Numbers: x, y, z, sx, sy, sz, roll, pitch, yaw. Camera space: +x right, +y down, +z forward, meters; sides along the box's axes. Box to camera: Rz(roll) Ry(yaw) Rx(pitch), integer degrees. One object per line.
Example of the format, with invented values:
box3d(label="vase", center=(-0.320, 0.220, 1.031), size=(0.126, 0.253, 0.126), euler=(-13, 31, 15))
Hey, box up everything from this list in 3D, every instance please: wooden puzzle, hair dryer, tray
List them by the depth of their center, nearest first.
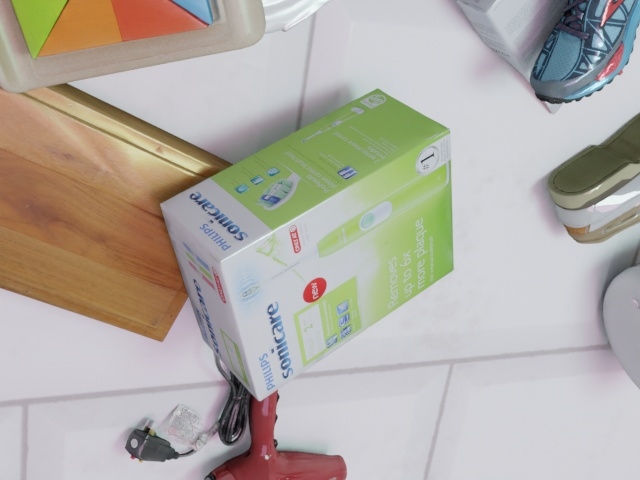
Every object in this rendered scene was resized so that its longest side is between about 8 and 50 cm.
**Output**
box3d(label="wooden puzzle", center=(-0.178, -0.241, 0.686), size=(0.238, 0.044, 0.221), euler=(-13, 121, -3))
box3d(label="tray", center=(-0.291, -0.058, 0.819), size=(0.411, 0.076, 0.203), euler=(25, 101, -31))
box3d(label="hair dryer", center=(-0.071, 0.251, 1.063), size=(0.223, 0.080, 0.293), euler=(-48, 124, 1))

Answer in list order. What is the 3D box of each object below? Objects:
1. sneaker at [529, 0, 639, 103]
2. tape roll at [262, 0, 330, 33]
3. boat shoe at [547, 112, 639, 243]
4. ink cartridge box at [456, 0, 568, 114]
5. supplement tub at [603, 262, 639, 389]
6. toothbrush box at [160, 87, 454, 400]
box3d(label="sneaker", center=(0.298, -0.276, 0.929), size=(0.125, 0.104, 0.262), euler=(34, 88, -41))
box3d(label="tape roll", center=(-0.081, -0.336, 0.771), size=(0.286, 0.100, 0.286), euler=(-10, 117, -21))
box3d(label="boat shoe", center=(0.448, -0.102, 1.130), size=(0.302, 0.113, 0.103), euler=(-27, 124, 1))
box3d(label="ink cartridge box", center=(0.280, -0.285, 1.006), size=(0.189, 0.066, 0.232), euler=(-50, 144, 3))
box3d(label="supplement tub", center=(0.597, 0.090, 1.212), size=(0.316, 0.228, 0.228), euler=(-23, 121, -13))
box3d(label="toothbrush box", center=(0.000, 0.000, 0.901), size=(0.283, 0.122, 0.206), euler=(-30, 135, -22))
